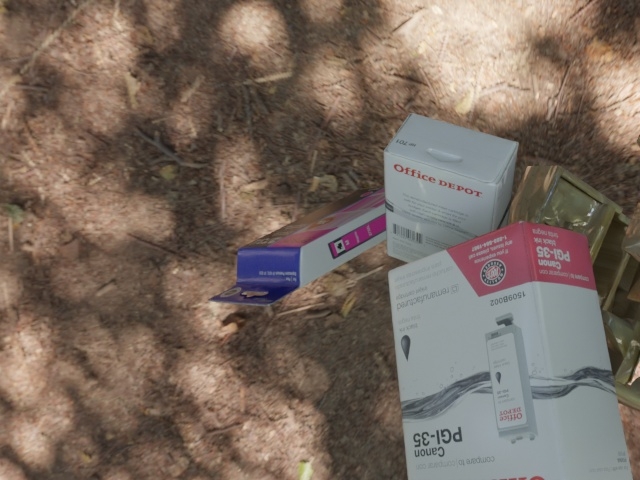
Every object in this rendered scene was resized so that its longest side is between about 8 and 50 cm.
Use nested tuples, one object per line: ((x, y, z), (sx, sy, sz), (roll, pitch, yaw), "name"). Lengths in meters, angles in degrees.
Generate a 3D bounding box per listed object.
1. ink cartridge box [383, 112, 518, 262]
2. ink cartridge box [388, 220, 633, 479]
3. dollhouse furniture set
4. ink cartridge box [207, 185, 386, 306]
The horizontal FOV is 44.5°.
((0.156, -0.045, 0.953), (0.139, 0.191, 0.082), (21, 53, 22), "ink cartridge box")
((0.192, 0.148, 0.831), (0.207, 0.117, 0.283), (-25, 63, 46), "ink cartridge box")
((0.437, 0.034, 0.950), (0.256, 0.394, 0.362), (27, 82, -23), "dollhouse furniture set")
((0.000, 0.000, 1.263), (0.175, 0.371, 0.069), (-2, 113, 52), "ink cartridge box")
